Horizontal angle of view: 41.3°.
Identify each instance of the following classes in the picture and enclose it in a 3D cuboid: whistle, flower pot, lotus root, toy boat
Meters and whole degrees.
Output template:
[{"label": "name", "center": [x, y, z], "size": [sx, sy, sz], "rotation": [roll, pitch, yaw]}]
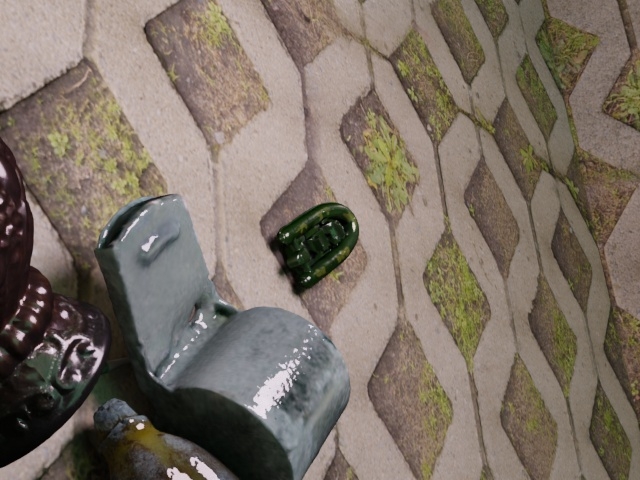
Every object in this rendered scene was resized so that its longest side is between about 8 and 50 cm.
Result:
[{"label": "whistle", "center": [-0.126, 0.143, 0.997], "size": [0.404, 0.188, 0.168], "rotation": [50, 39, -8]}, {"label": "flower pot", "center": [-0.329, 0.044, 0.712], "size": [0.267, 0.267, 0.266], "rotation": [56, 35, -35]}, {"label": "lotus root", "center": [-0.137, 0.308, 0.897], "size": [0.158, 0.140, 0.322], "rotation": [-33, 96, -18]}, {"label": "toy boat", "center": [0.000, 0.000, 1.344], "size": [0.210, 0.052, 0.104], "rotation": [-34, 98, -54]}]

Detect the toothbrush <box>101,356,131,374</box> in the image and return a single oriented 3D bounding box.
[{"label": "toothbrush", "center": [-0.255, 0.146, 0.947], "size": [0.257, 0.024, 0.018], "rotation": [-11, 82, -54]}]
